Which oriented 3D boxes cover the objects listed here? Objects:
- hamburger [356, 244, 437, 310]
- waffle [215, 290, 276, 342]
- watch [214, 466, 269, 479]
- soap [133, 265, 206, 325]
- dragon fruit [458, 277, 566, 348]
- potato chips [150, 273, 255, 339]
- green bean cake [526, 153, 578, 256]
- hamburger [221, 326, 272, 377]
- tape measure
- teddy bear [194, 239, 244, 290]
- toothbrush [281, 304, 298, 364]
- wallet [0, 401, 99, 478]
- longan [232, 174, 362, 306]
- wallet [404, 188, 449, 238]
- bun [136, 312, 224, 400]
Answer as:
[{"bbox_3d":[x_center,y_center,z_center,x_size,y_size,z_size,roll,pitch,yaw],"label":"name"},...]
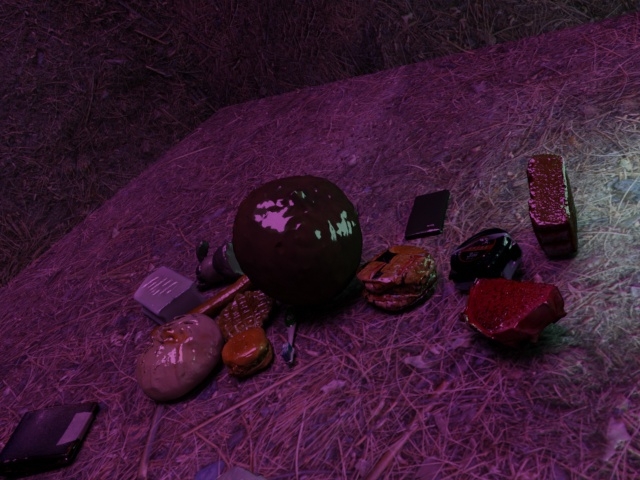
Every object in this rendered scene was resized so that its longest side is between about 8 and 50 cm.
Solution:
[{"bbox_3d":[0.214,0.096,1.750,0.230,0.107,0.231,-20,21,8],"label":"hamburger"},{"bbox_3d":[-0.232,0.229,1.936,0.214,0.054,0.208,-6,34,38],"label":"waffle"},{"bbox_3d":[-0.089,0.515,1.127,0.253,0.241,0.162,-1,35,38],"label":"watch"},{"bbox_3d":[-0.538,0.195,2.209,0.172,0.095,0.289,-38,30,-24],"label":"soap"},{"bbox_3d":[0.421,0.181,1.419,0.161,0.126,0.274,-47,19,-19],"label":"dragon fruit"},{"bbox_3d":[-0.363,0.216,2.051,0.406,0.080,0.057,-32,44,-14],"label":"potato chips"},{"bbox_3d":[0.601,-0.087,1.641,0.097,0.199,0.233,-11,35,28],"label":"green bean cake"},{"bbox_3d":[-0.204,0.309,1.750,0.138,0.083,0.147,-28,24,6],"label":"hamburger"},{"bbox_3d":[0.426,0.052,1.628,0.181,0.107,0.182,-45,17,-26],"label":"tape measure"},{"bbox_3d":[-0.347,0.069,2.206,0.250,0.171,0.144,-9,11,40],"label":"teddy bear"},{"bbox_3d":[-0.084,0.224,1.853,0.042,0.040,0.418,-21,23,12],"label":"toothbrush"},{"bbox_3d":[-0.788,0.568,1.821,0.262,0.072,0.221,-15,24,13],"label":"wallet"},{"bbox_3d":[-0.058,-0.004,1.832,0.390,0.391,0.391,-20,28,11],"label":"longan"},{"bbox_3d":[0.344,-0.088,2.037,0.124,0.025,0.244,-11,31,26],"label":"wallet"},{"bbox_3d":[-0.418,0.321,1.827,0.287,0.146,0.287,-25,32,17],"label":"bun"}]
